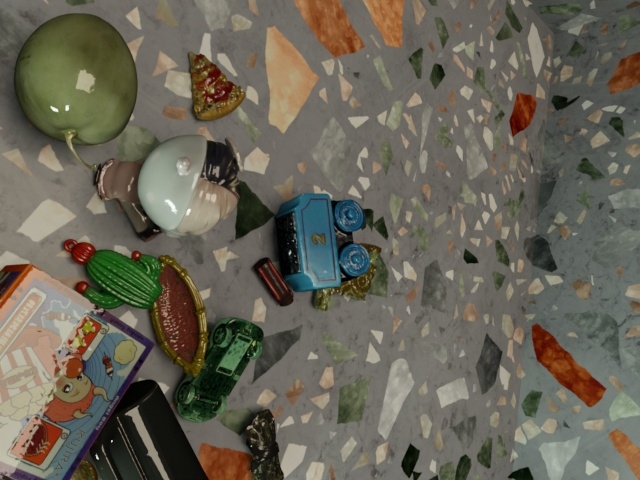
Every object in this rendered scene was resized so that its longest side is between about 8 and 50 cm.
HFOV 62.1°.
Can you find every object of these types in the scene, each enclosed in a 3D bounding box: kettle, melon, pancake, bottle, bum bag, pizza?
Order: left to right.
[{"bbox_3d":[-0.537,-0.353,1.184,0.272,0.272,0.308,31,36,-35],"label":"melon"},{"bbox_3d":[-0.429,0.520,1.247,0.262,0.203,0.308,-37,110,-56],"label":"kettle"},{"bbox_3d":[-0.311,-0.449,1.509,0.188,0.062,0.199,-44,114,-36],"label":"pizza"},{"bbox_3d":[-0.167,0.620,1.562,0.102,0.069,0.248,-23,104,-55],"label":"bum bag"},{"bbox_3d":[-0.138,0.131,1.625,0.060,0.060,0.164,-46,116,-33],"label":"bottle"},{"bbox_3d":[0.103,0.123,1.840,0.376,0.054,0.197,-30,101,-36],"label":"pancake"}]

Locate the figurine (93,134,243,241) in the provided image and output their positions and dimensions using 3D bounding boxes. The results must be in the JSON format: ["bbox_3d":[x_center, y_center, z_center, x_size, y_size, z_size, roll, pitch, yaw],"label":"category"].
[{"bbox_3d":[-0.355,-0.120,1.265,0.211,0.361,0.253,3,89,-52],"label":"figurine"}]

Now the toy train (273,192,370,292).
[{"bbox_3d":[0.000,0.000,1.651,0.265,0.188,0.300,-3,82,-30],"label":"toy train"}]

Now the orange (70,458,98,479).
[{"bbox_3d":[-0.575,0.548,1.169,0.156,0.134,0.156,-47,161,-21],"label":"orange"}]

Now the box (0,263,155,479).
[{"bbox_3d":[-0.594,0.274,1.092,0.318,0.257,0.348,46,60,-31],"label":"box"}]

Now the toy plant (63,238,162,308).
[{"bbox_3d":[-0.503,0.091,1.287,0.240,0.088,0.154,11,94,-18],"label":"toy plant"}]

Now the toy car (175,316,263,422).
[{"bbox_3d":[-0.284,0.338,1.443,0.136,0.125,0.306,33,89,-40],"label":"toy car"}]

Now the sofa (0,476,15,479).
[{"bbox_3d":[-0.689,0.516,1.016,0.210,0.225,0.176,44,57,-33],"label":"sofa"}]

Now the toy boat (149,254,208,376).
[{"bbox_3d":[-0.368,0.194,1.378,0.141,0.099,0.318,-15,88,-7],"label":"toy boat"}]
